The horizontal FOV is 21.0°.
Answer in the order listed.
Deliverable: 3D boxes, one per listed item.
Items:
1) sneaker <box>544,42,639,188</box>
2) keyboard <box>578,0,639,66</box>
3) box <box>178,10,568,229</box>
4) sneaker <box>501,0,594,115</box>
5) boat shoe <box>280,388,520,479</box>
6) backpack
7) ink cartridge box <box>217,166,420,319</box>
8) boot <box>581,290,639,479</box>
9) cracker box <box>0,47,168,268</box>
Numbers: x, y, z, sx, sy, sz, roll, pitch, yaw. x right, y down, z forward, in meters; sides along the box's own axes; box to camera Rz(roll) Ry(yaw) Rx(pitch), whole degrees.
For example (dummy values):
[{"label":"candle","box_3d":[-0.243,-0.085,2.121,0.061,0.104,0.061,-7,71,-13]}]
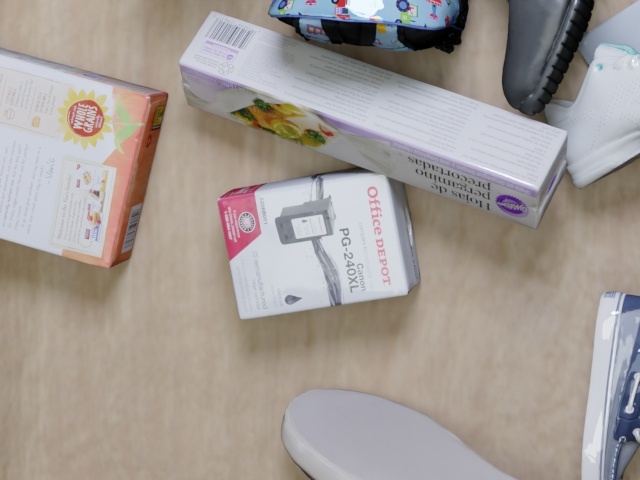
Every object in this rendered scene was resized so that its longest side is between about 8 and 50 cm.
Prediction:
[{"label":"sneaker","box_3d":[0.258,-0.124,1.360,0.212,0.080,0.094,-33,84,40]},{"label":"keyboard","box_3d":[0.314,-0.186,1.348,0.256,0.014,0.072,-31,89,39]},{"label":"box","box_3d":[0.040,-0.100,1.408,0.324,0.063,0.067,20,62,16]},{"label":"sneaker","box_3d":[0.162,-0.267,1.372,0.146,0.122,0.330,11,90,10]},{"label":"boat shoe","box_3d":[0.105,0.263,1.457,0.341,0.127,0.158,27,126,22]},{"label":"backpack","box_3d":[0.037,-0.209,1.372,0.158,0.173,0.116,7,99,11]},{"label":"ink cartridge box","box_3d":[0.000,0.000,1.466,0.150,0.063,0.109,-9,96,13]},{"label":"boot","box_3d":[0.266,0.140,1.428,0.086,0.069,0.190,6,98,16]},{"label":"cracker box","box_3d":[-0.265,-0.083,1.505,0.232,0.067,0.155,16,100,8]}]
